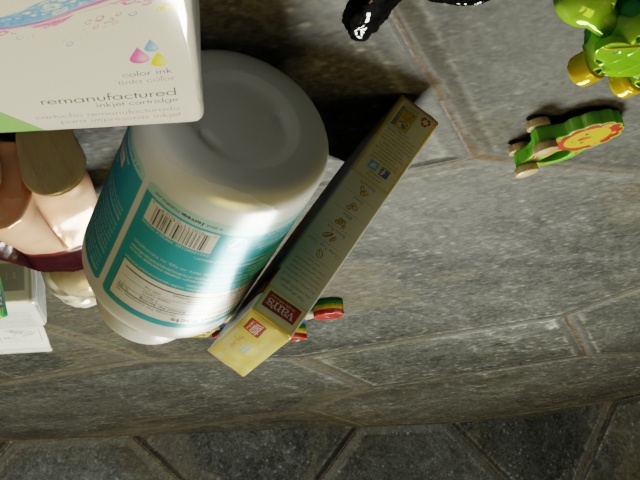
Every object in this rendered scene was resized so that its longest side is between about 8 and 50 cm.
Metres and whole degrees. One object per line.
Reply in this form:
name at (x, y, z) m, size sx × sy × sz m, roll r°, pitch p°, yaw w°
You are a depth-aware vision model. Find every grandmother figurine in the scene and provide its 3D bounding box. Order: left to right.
grandmother figurine at (-0.254, -0.011, 1.075) m, size 0.207 × 0.104 × 0.342 m, roll 2°, pitch 162°, yaw 4°

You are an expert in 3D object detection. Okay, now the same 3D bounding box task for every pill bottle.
pill bottle at (-0.105, -0.018, 0.911) m, size 0.146 × 0.146 × 0.264 m, roll 2°, pitch 147°, yaw -26°

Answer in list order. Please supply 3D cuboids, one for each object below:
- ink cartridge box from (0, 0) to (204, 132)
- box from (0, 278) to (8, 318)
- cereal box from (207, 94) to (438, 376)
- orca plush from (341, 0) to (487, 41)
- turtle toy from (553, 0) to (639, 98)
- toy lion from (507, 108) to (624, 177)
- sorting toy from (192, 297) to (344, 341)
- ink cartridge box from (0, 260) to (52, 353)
ink cartridge box at (-0.164, -0.167, 0.519) m, size 0.207 × 0.119 × 0.353 m, roll -4°, pitch 163°, yaw -4°
box at (-0.364, 0.023, 1.125) m, size 0.043 × 0.105 × 0.179 m, roll -18°, pitch 163°, yaw 5°
cereal box at (0.000, 0.000, 0.999) m, size 0.047 × 0.240 × 0.173 m, roll 37°, pitch 156°, yaw -3°
orca plush at (0.034, -0.155, 0.577) m, size 0.102 × 0.151 × 0.287 m, roll -49°, pitch -177°, yaw 11°
turtle toy at (0.217, -0.153, 0.805) m, size 0.130 × 0.066 × 0.095 m, roll 8°, pitch 157°, yaw -39°
toy lion at (0.237, -0.096, 1.084) m, size 0.096 × 0.034 × 0.100 m, roll -11°, pitch 165°, yaw -11°
sorting toy at (-0.099, 0.136, 1.733) m, size 0.274 × 0.046 × 0.132 m, roll -20°, pitch 159°, yaw 40°
ink cartridge box at (-0.484, 0.087, 1.381) m, size 0.296 × 0.066 × 0.261 m, roll -3°, pitch 164°, yaw -9°
